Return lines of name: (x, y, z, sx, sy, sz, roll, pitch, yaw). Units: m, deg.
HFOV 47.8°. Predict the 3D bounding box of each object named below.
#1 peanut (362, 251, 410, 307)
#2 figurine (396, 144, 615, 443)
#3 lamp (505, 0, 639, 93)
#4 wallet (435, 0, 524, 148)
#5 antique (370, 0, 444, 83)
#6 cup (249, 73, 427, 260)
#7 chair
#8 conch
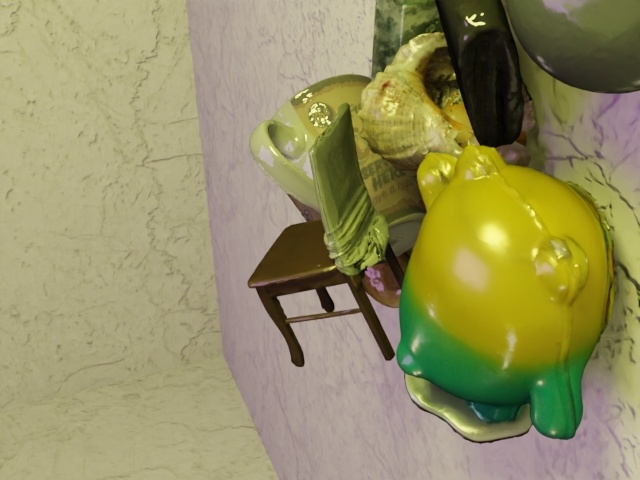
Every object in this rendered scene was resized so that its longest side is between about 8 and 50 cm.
peanut: (0.099, 0.042, 1.284, 0.236, 0.110, 0.120, 43, 138, 45)
figurine: (0.194, 0.067, 0.818, 0.340, 0.231, 0.323, 89, 157, -47)
lamp: (0.213, -0.270, 0.583, 0.314, 0.182, 0.182, 66, 160, 6)
wallet: (0.142, -0.319, 0.784, 0.228, 0.062, 0.406, 48, -149, -64)
antique: (0.129, -0.268, 1.015, 0.086, 0.088, 0.183, -128, 31, -51)
cup: (0.031, -0.101, 1.122, 0.227, 0.301, 0.257, -47, 59, 31)
chair: (0.000, 0.000, 0.965, 0.319, 0.186, 0.160, 66, -148, -24)
conch: (0.161, -0.162, 0.902, 0.245, 0.163, 0.178, 30, 121, 31)
